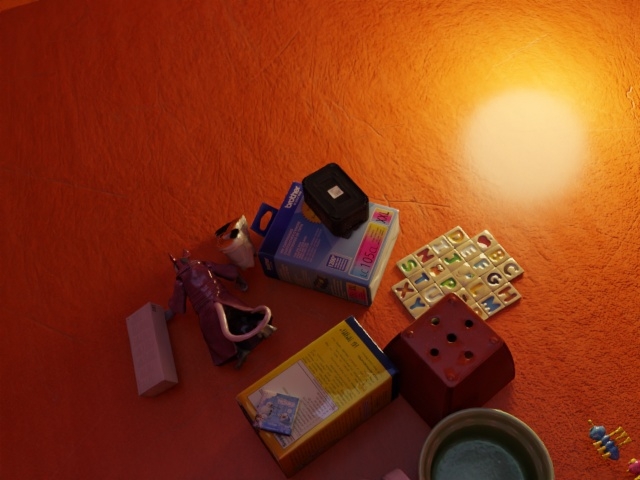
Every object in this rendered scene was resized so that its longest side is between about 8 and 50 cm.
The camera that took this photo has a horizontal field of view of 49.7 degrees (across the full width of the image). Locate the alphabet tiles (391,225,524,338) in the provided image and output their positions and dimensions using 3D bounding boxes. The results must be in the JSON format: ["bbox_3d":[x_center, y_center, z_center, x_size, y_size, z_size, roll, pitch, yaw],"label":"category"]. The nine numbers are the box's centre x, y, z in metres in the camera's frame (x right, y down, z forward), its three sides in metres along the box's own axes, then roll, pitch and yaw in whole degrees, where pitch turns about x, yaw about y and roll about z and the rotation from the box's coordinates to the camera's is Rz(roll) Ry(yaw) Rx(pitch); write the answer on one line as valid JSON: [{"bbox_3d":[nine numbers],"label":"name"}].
[{"bbox_3d":[0.388,0.112,1.963,0.342,0.011,0.285,-30,60,-12],"label":"alphabet tiles"}]

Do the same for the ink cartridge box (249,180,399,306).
[{"bbox_3d":[0.000,0.000,1.993,0.395,0.151,0.270,15,61,16],"label":"ink cartridge box"}]

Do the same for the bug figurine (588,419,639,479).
[{"bbox_3d":[0.788,0.485,1.661,0.279,0.072,0.216,-23,66,-14],"label":"bug figurine"}]

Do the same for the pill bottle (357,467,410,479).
[{"bbox_3d":[0.072,0.662,1.553,0.334,0.188,0.188,-27,60,-16],"label":"pill bottle"}]

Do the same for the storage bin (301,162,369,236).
[{"bbox_3d":[0.042,-0.114,1.921,0.122,0.084,0.180,-31,59,-16],"label":"storage bin"}]

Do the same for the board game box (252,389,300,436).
[{"bbox_3d":[-0.102,0.400,1.602,0.090,0.020,0.090,10,59,11],"label":"board game box"}]

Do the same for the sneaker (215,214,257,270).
[{"bbox_3d":[-0.237,0.014,2.006,0.099,0.121,0.262,-31,18,8],"label":"sneaker"}]

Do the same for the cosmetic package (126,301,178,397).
[{"bbox_3d":[-0.461,0.297,1.887,0.099,0.060,0.239,-32,57,20],"label":"cosmetic package"}]

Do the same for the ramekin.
[{"bbox_3d":[0.377,0.559,1.611,0.303,0.148,0.303,-2,59,4],"label":"ramekin"}]

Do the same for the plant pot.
[{"bbox_3d":[0.318,0.284,1.727,0.267,0.236,0.267,-37,63,-15],"label":"plant pot"}]

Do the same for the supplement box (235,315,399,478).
[{"bbox_3d":[-0.001,0.390,1.725,0.356,0.195,0.194,-33,61,-15],"label":"supplement box"}]

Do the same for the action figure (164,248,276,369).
[{"bbox_3d":[-0.307,0.166,1.862,0.248,0.276,0.370,-38,76,-10],"label":"action figure"}]
